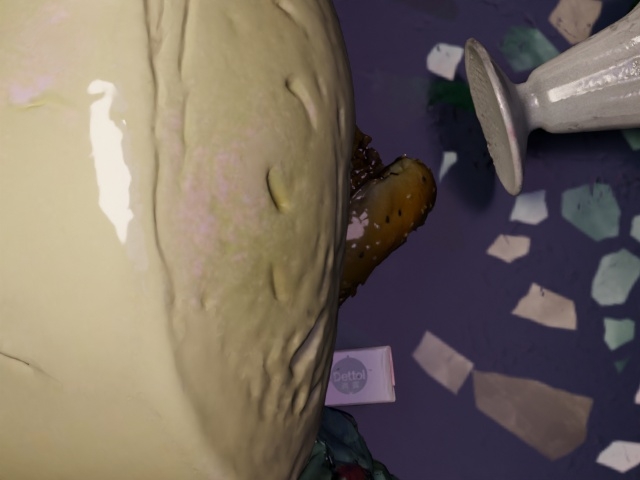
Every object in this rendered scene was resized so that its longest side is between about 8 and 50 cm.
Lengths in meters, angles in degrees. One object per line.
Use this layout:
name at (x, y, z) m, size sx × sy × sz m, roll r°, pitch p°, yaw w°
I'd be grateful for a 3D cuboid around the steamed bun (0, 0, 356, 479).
steamed bun at (-0.175, -0.037, 1.208) m, size 0.371 × 0.290 × 0.456 m, roll -11°, pitch 80°, yaw 33°

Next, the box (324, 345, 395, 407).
box at (-0.011, 0.108, 1.391) m, size 0.125 × 0.089 × 0.043 m, roll -4°, pitch 85°, yaw -9°

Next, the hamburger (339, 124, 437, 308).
hamburger at (0.000, 0.000, 1.367) m, size 0.113 × 0.177 × 0.185 m, roll 41°, pitch 54°, yaw -9°

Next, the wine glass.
wine glass at (0.222, -0.124, 1.409) m, size 0.196 × 0.165 × 0.165 m, roll -17°, pitch 87°, yaw -5°

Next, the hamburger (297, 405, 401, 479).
hamburger at (-0.013, 0.263, 1.329) m, size 0.150 × 0.260 × 0.276 m, roll -13°, pitch 51°, yaw 15°
